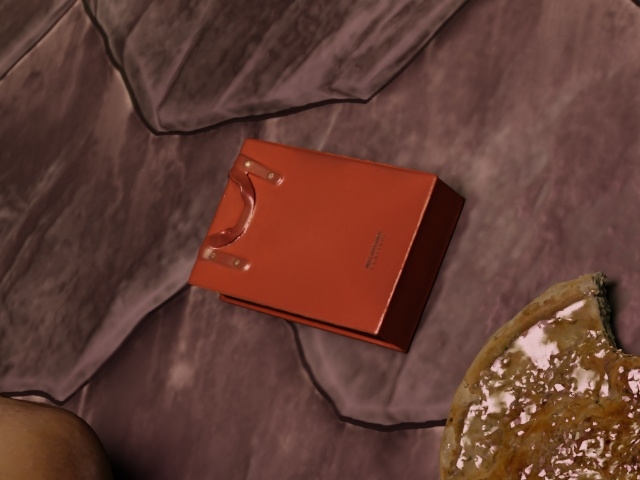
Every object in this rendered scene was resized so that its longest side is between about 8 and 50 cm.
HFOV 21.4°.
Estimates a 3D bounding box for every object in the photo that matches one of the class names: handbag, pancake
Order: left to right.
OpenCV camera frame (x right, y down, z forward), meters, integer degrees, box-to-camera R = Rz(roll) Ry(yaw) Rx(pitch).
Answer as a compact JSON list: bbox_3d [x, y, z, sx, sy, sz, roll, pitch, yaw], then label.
[{"bbox_3d":[0.000,0.000,1.266,0.190,0.063,0.127,14,78,38],"label":"handbag"},{"bbox_3d":[0.176,0.140,1.076,0.254,0.037,0.253,-17,59,30],"label":"pancake"}]

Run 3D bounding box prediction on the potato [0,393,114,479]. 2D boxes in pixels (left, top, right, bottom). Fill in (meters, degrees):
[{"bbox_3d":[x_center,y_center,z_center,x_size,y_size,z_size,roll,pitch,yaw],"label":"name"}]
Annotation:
[{"bbox_3d":[-0.253,0.270,1.218,0.243,0.221,0.326,-11,67,31],"label":"potato"}]
